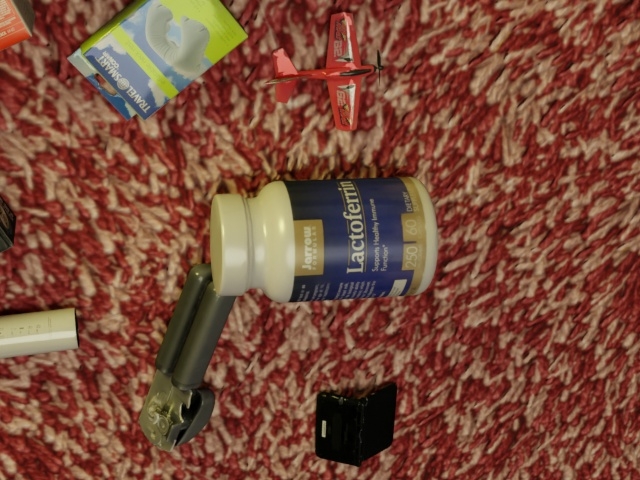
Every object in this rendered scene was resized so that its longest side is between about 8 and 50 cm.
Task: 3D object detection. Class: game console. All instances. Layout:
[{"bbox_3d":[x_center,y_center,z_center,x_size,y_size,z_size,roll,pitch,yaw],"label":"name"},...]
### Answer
[{"bbox_3d":[0.053,0.270,1.441,0.107,0.071,0.122,9,119,14],"label":"game console"}]

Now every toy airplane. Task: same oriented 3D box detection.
[{"bbox_3d":[0.004,-0.199,1.161,0.151,0.028,0.151,-6,118,-11],"label":"toy airplane"}]

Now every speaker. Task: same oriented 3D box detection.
[{"bbox_3d":[-0.376,0.119,1.222,0.136,0.055,0.055,-7,119,-11],"label":"speaker"}]

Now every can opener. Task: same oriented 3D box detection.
[{"bbox_3d":[-0.170,0.162,1.304,0.095,0.076,0.283,-4,124,-50],"label":"can opener"}]

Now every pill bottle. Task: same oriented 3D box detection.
[{"bbox_3d":[0.000,0.000,1.197,0.265,0.153,0.153,-3,119,-13],"label":"pill bottle"}]

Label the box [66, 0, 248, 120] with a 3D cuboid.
[{"bbox_3d":[-0.186,-0.221,1.093,0.178,0.042,0.109,-38,120,7],"label":"box"}]

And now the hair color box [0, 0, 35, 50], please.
[{"bbox_3d":[-0.357,-0.285,0.984,0.053,0.093,0.167,-23,120,-1],"label":"hair color box"}]

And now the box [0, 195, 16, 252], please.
[{"bbox_3d":[-0.470,-0.025,1.106,0.180,0.077,0.147,-26,122,0],"label":"box"}]
